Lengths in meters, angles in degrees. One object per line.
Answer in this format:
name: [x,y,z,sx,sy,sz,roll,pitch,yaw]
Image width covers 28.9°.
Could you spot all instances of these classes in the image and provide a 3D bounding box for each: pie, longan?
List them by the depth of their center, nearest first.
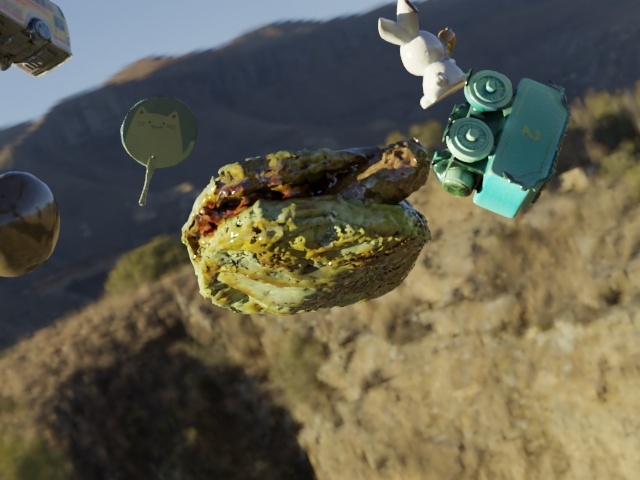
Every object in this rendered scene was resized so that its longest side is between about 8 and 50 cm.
pie: [-0.013,0.012,1.925,0.395,0.180,0.418,-8,-25,-6]
longan: [-0.507,-0.022,2.012,0.189,0.189,0.189,-22,2,1]

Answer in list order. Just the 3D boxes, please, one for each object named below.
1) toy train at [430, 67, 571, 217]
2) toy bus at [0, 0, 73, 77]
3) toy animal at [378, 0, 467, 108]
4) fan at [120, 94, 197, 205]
toy train: [0.253,-0.139,1.734,0.112,0.163,0.203,109,-176,-64]
toy bus: [-0.454,-0.317,1.677,0.092,0.106,0.268,-25,-30,25]
toy animal: [0.189,-0.343,2.196,0.131,0.182,0.127,-34,-8,-2]
fan: [-0.245,-0.132,1.840,0.113,0.175,0.005,10,21,-19]
